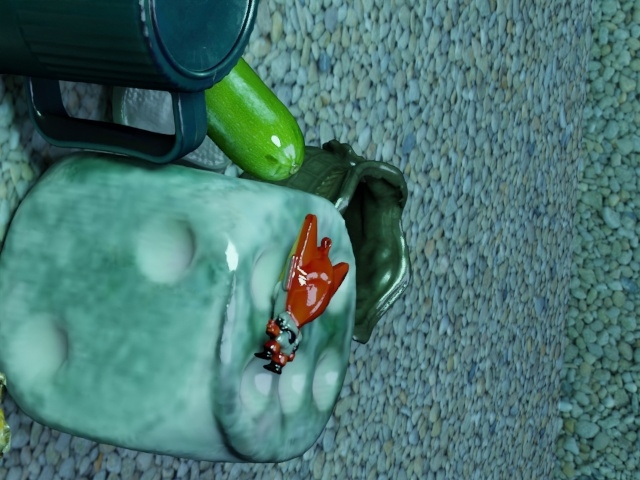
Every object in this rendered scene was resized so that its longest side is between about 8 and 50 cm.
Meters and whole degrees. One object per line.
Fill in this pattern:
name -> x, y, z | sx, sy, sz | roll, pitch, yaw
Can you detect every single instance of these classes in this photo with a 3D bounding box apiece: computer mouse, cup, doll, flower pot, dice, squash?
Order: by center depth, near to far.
cup -> -0.244, -0.255, 1.672 | 0.242, 0.292, 0.307 | 17, 83, -61
doll -> -0.021, 0.067, 1.726 | 0.109, 0.057, 0.169 | 56, 46, -47
squash -> -0.143, -0.206, 1.846 | 0.101, 0.378, 0.101 | -32, 157, -16
dice -> -0.165, 0.079, 1.869 | 0.328, 0.348, 0.330 | 10, 92, -62
computer mouse -> -0.191, -0.165, 2.022 | 0.231, 0.079, 0.128 | 33, 67, -42
flower pot -> 0.000, 0.000, 2.263 | 0.302, 0.213, 0.301 | -27, 122, -54

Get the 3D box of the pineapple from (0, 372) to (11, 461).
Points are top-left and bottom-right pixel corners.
pineapple -> -0.467, 0.182, 1.417 | 0.300, 0.352, 0.352 | -33, 127, -64
